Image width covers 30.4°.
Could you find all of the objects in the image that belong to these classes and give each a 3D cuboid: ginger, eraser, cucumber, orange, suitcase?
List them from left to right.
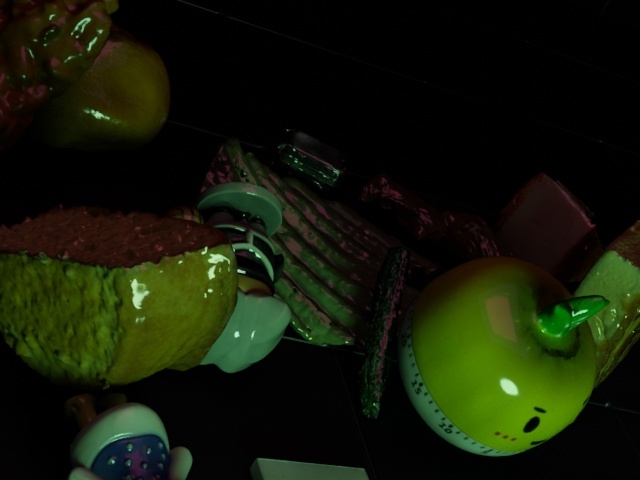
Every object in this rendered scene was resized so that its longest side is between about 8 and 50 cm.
[{"bbox_3d":[-0.332,-0.232,1.728,0.249,0.183,0.249,21,29,-12],"label":"orange"},{"bbox_3d":[-0.019,-0.133,1.981,0.126,0.059,0.086,27,30,-9],"label":"suitcase"},{"bbox_3d":[0.000,0.300,1.348,0.150,0.023,0.103,11,33,-29],"label":"eraser"},{"bbox_3d":[0.084,0.120,1.593,0.044,0.043,0.256,16,59,-5],"label":"cucumber"},{"bbox_3d":[0.203,-0.021,1.971,0.290,0.084,0.122,33,23,6],"label":"ginger"}]

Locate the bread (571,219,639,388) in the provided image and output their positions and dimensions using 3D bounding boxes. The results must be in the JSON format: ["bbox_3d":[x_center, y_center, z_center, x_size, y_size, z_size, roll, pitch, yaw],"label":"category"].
[{"bbox_3d":[0.424,0.117,1.757,0.114,0.274,0.185,36,29,17],"label":"bread"}]

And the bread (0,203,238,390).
[{"bbox_3d":[-0.237,0.072,1.310,0.340,0.178,0.194,8,19,38],"label":"bread"}]

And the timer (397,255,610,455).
[{"bbox_3d":[0.261,0.130,1.539,0.285,0.285,0.285,22,30,-13],"label":"timer"}]

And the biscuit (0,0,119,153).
[{"bbox_3d":[-0.442,-0.283,1.602,0.318,0.312,0.110,37,-10,36],"label":"biscuit"}]

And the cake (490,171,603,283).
[{"bbox_3d":[0.419,0.021,2.136,0.158,0.160,0.262,49,0,32],"label":"cake"}]

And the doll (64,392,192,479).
[{"bbox_3d":[-0.172,0.260,1.177,0.138,0.119,0.293,-3,36,-37],"label":"doll"}]

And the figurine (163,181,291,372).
[{"bbox_3d":[-0.122,0.047,1.498,0.176,0.133,0.236,15,52,-19],"label":"figurine"}]

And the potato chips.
[{"bbox_3d":[-0.008,-0.003,1.744,0.389,0.097,0.373,31,27,-4],"label":"potato chips"}]
